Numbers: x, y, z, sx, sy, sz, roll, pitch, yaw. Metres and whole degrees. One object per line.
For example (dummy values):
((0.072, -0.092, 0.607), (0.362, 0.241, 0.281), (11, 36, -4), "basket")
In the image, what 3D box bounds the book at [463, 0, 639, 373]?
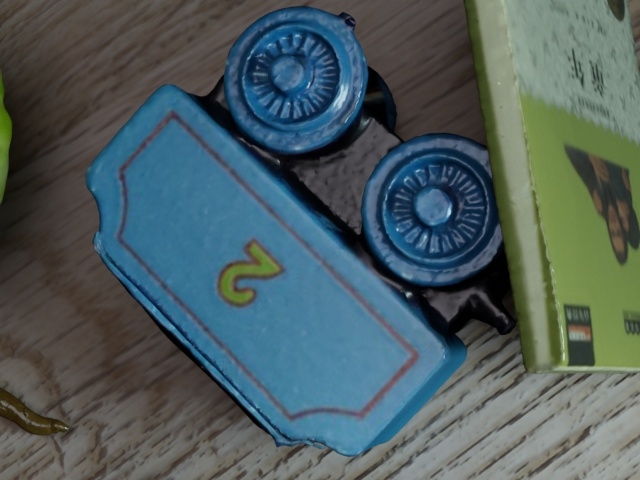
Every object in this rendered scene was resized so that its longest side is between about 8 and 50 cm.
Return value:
((0.187, -0.080, 0.833), (0.035, 0.239, 0.352), (-16, 75, 35), "book")

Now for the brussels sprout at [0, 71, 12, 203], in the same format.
((-0.401, -0.080, 0.906), (0.344, 0.268, 0.344), (-1, 57, 1), "brussels sprout")

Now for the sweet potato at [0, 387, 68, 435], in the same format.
((-0.259, 0.135, 0.951), (0.115, 0.026, 0.026), (29, 84, 10), "sweet potato")

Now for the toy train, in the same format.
((0.000, 0.000, 0.864), (0.300, 0.188, 0.265), (44, 94, 13), "toy train")
